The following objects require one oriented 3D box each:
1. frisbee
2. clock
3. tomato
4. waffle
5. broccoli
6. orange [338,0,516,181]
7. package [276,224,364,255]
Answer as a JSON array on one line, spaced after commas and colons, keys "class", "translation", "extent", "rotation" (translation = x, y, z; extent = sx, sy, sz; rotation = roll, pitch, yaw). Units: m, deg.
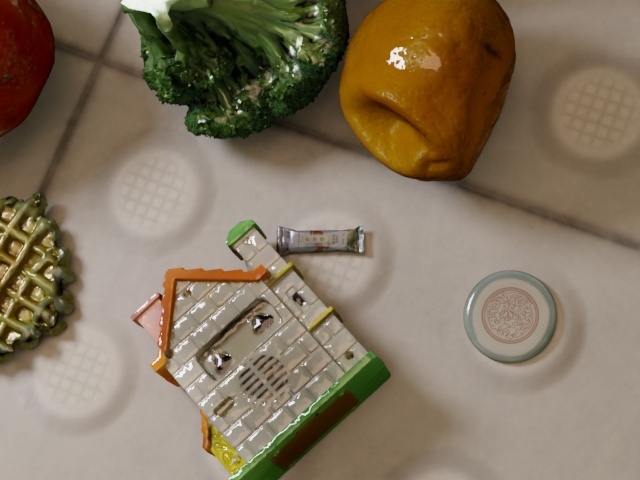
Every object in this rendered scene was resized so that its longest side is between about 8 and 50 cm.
[{"class": "frisbee", "translation": [0.221, 0.088, 1.719], "extent": [0.110, 0.014, 0.110], "rotation": [-2, 76, 9]}, {"class": "clock", "translation": [-0.084, 0.131, 1.725], "extent": [0.220, 0.106, 0.255], "rotation": [-41, 68, -3]}, {"class": "tomato", "translation": [-0.490, -0.257, 1.782], "extent": [0.293, 0.325, 0.290], "rotation": [-34, 46, 11]}, {"class": "waffle", "translation": [-0.411, 0.051, 1.823], "extent": [0.214, 0.054, 0.208], "rotation": [-14, 76, 3]}, {"class": "broccoli", "translation": [-0.104, -0.268, 1.734], "extent": [0.307, 0.275, 0.308], "rotation": [-1, 87, 28]}, {"class": "orange", "translation": [0.124, -0.197, 1.694], "extent": [0.183, 0.249, 0.249], "rotation": [21, 81, 8]}, {"class": "package", "translation": [0.000, 0.000, 1.781], "extent": [0.110, 0.015, 0.037], "rotation": [-1, 81, 12]}]
